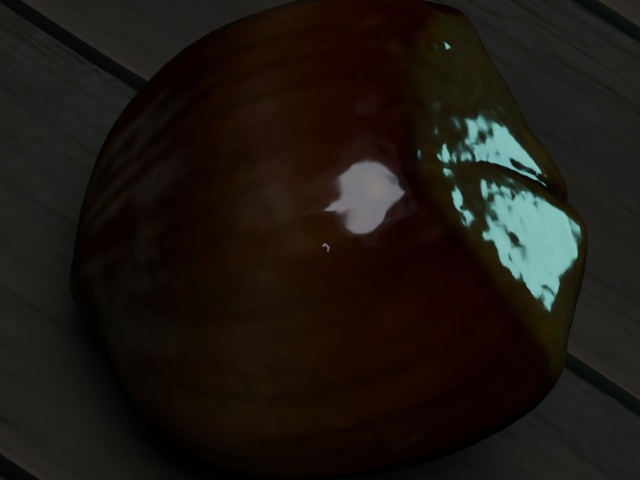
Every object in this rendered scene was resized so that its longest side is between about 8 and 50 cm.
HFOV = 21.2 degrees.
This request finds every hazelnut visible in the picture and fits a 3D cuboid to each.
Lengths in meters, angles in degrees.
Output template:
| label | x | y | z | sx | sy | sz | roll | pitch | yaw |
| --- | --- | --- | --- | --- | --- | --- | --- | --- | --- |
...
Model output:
| label | x | y | z | sx | sy | sz | roll | pitch | yaw |
| --- | --- | --- | --- | --- | --- | --- | --- | --- | --- |
| hazelnut | 0.001 | 0.001 | 0.745 | 0.181 | 0.181 | 0.212 | 12 | 58 | -42 |
